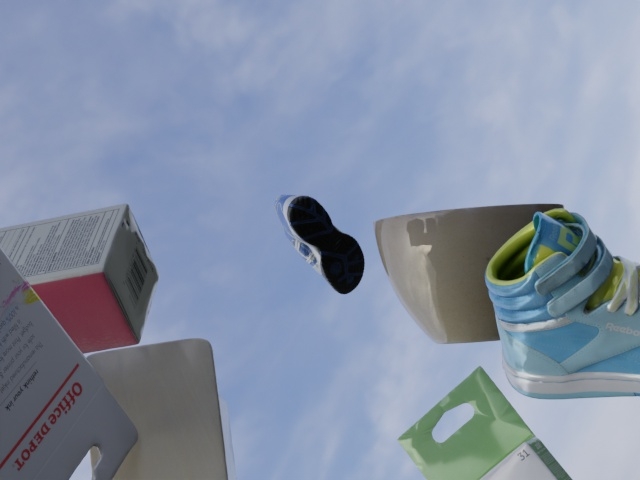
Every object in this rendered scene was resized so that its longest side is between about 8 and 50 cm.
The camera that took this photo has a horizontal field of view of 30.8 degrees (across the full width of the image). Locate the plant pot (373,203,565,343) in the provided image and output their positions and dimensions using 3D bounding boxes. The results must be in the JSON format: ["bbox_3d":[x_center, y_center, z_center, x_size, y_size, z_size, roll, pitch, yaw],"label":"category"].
[{"bbox_3d":[0.228,0.054,1.726,0.284,0.284,0.191,0,-96,-63],"label":"plant pot"}]

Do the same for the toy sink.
[{"bbox_3d":[-0.180,0.245,1.348,0.131,0.152,0.234,84,177,-77],"label":"toy sink"}]

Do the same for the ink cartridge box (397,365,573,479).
[{"bbox_3d":[0.216,0.307,1.504,0.171,0.235,0.056,-45,-17,21],"label":"ink cartridge box"}]

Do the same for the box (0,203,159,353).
[{"bbox_3d":[-0.344,0.061,1.489,0.149,0.232,0.127,-82,-22,-54],"label":"box"}]

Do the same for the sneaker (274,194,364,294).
[{"bbox_3d":[0.000,0.000,1.866,0.080,0.081,0.211,-42,-58,-15],"label":"sneaker"}]

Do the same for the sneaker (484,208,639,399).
[{"bbox_3d":[0.315,0.053,1.178,0.127,0.318,0.208,-70,-39,-51],"label":"sneaker"}]

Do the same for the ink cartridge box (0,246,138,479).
[{"bbox_3d":[-0.361,0.144,1.184,0.353,0.119,0.207,57,-147,-19],"label":"ink cartridge box"}]
